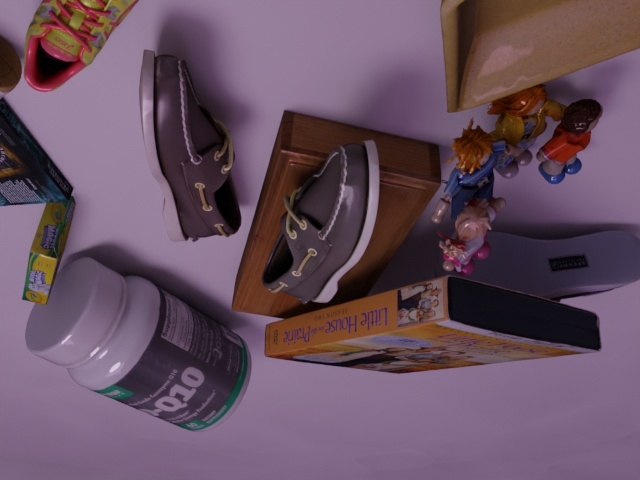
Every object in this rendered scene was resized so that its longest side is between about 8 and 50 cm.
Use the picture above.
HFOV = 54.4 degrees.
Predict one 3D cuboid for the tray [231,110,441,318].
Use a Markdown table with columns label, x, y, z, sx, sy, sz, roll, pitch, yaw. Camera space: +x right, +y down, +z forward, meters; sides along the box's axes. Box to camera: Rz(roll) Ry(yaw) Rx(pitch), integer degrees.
| label | x | y | z | sx | sy | sz | roll | pitch | yaw |
| --- | --- | --- | --- | --- | --- | --- | --- | --- | --- |
| tray | 0.000 | 0.000 | 0.919 | 0.203 | 0.076 | 0.411 | 10 | 144 | -11 |

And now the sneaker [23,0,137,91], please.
| label | x | y | z | sx | sy | sz | roll | pitch | yaw |
| --- | --- | --- | --- | --- | --- | --- | --- | --- | --- |
| sneaker | -0.233 | -0.218 | 0.608 | 0.081 | 0.094 | 0.208 | 26 | 138 | -27 |

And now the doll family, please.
| label | x | y | z | sx | sy | sz | roll | pitch | yaw |
| --- | --- | --- | --- | --- | --- | --- | --- | --- | --- |
| doll family | 0.195 | -0.087 | 0.698 | 0.263 | 0.118 | 0.163 | -44 | 158 | -8 |

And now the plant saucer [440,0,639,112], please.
| label | x | y | z | sx | sy | sz | roll | pitch | yaw |
| --- | --- | --- | --- | --- | --- | --- | --- | --- | --- |
| plant saucer | 0.240 | -0.213 | 0.456 | 0.333 | 0.081 | 0.333 | -19 | 177 | 12 |

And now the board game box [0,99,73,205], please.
| label | x | y | z | sx | sy | sz | roll | pitch | yaw |
| --- | --- | --- | --- | --- | --- | --- | --- | --- | --- |
| board game box | -0.435 | -0.114 | 0.831 | 0.126 | 0.026 | 0.186 | -3 | 145 | 10 |

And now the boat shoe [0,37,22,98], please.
| label | x | y | z | sx | sy | sz | roll | pitch | yaw |
| --- | --- | --- | --- | --- | --- | --- | --- | --- | --- |
| boat shoe | -0.457 | -0.214 | 0.628 | 0.096 | 0.098 | 0.277 | -28 | 136 | 35 |

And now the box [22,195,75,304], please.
| label | x | y | z | sx | sy | sz | roll | pitch | yaw |
| --- | --- | --- | --- | --- | --- | --- | --- | --- | --- |
| box | -0.411 | 0.013 | 0.942 | 0.043 | 0.105 | 0.179 | 18 | 142 | -21 |

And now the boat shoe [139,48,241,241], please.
| label | x | y | z | sx | sy | sz | roll | pitch | yaw |
| --- | --- | --- | --- | --- | --- | --- | --- | --- | --- |
| boat shoe | -0.151 | -0.100 | 0.757 | 0.097 | 0.116 | 0.324 | 0 | 149 | -4 |

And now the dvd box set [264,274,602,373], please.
| label | x | y | z | sx | sy | sz | roll | pitch | yaw |
| --- | --- | --- | --- | --- | --- | --- | --- | --- | --- |
| dvd box set | 0.150 | 0.147 | 0.951 | 0.308 | 0.062 | 0.420 | 15 | 158 | -33 |

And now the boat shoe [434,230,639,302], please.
| label | x | y | z | sx | sy | sz | roll | pitch | yaw |
| --- | --- | --- | --- | --- | --- | --- | --- | --- | --- |
| boat shoe | 0.319 | 0.045 | 0.930 | 0.306 | 0.113 | 0.105 | -9 | 158 | -3 |

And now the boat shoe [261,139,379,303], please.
| label | x | y | z | sx | sy | sz | roll | pitch | yaw |
| --- | --- | --- | --- | --- | --- | --- | --- | --- | --- |
| boat shoe | -0.006 | -0.011 | 0.747 | 0.091 | 0.109 | 0.305 | 6 | 149 | -12 |

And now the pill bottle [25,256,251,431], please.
| label | x | y | z | sx | sy | sz | roll | pitch | yaw |
| --- | --- | --- | --- | --- | --- | --- | --- | --- | --- |
| pill bottle | -0.307 | 0.188 | 1.096 | 0.204 | 0.204 | 0.361 | -20 | 139 | 30 |
